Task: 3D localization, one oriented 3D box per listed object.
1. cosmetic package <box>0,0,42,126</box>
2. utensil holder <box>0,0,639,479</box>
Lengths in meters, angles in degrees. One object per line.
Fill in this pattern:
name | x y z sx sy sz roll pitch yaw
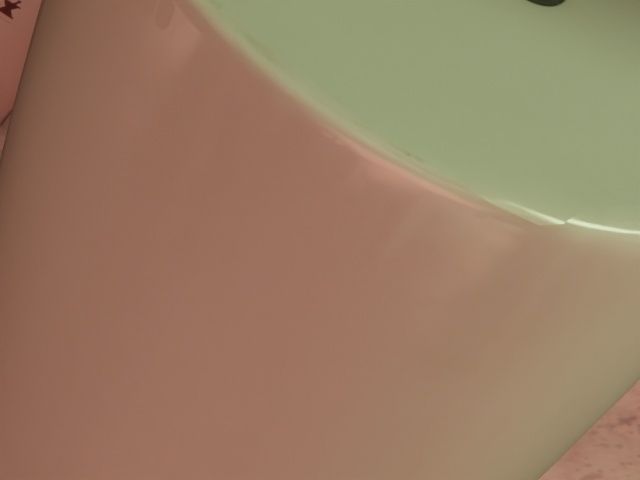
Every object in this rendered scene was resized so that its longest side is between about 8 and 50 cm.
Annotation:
cosmetic package | -0.339 -0.172 0.618 0.377 0.097 0.284 34 137 -22
utensil holder | 0.000 0.000 0.558 0.328 0.327 0.385 22 135 -10
